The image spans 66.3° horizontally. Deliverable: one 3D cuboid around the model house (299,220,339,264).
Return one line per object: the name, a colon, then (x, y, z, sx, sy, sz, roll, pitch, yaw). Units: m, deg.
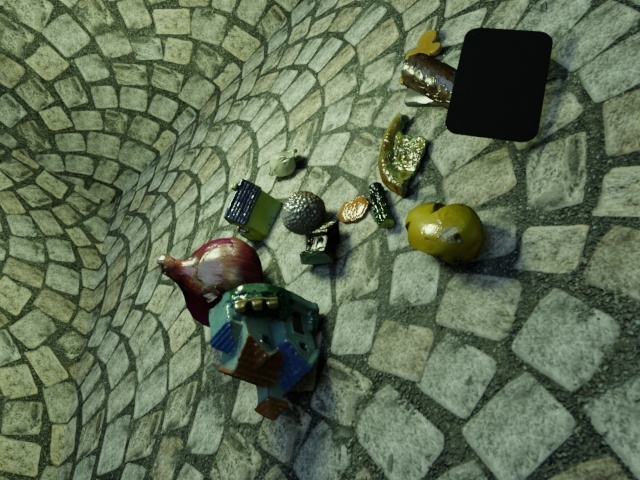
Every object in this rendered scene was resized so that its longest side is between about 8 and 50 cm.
model house: (-0.005, 0.001, 1.656, 0.165, 0.106, 0.152, -8, 58, 40)

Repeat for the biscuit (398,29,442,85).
biscuit: (0.380, -0.681, 1.822, 0.158, 0.035, 0.240, 4, 66, 47)

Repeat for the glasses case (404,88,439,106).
glasses case: (0.372, -0.497, 1.685, 0.190, 0.042, 0.072, 21, 86, 53)

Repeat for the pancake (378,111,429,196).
pancake: (0.267, -0.290, 1.626, 0.197, 0.054, 0.376, -29, 44, 30)

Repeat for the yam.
yam: (0.388, -0.488, 1.538, 0.131, 0.131, 0.280, -50, 56, 6)

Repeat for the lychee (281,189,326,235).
lychee: (-0.067, -0.099, 1.757, 0.197, 0.165, 0.165, 17, 75, 37)

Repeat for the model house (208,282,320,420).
model house: (-0.154, 0.326, 1.408, 0.252, 0.295, 0.329, -42, 35, 24)

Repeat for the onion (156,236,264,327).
onion: (-0.404, 0.135, 1.771, 0.348, 0.385, 0.348, -44, 35, 42)

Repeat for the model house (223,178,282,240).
model house: (-0.307, -0.126, 2.008, 0.170, 0.211, 0.194, 10, 71, 49)

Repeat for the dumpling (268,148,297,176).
dumpling: (-0.152, -0.337, 2.098, 0.188, 0.108, 0.127, -29, 16, 50)

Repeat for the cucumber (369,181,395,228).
cucumber: (0.191, -0.112, 1.569, 0.058, 0.058, 0.187, -35, 40, 24)

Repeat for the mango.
mango: (0.318, -0.028, 1.304, 0.167, 0.130, 0.262, -57, 32, -7)

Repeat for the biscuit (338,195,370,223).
biscuit: (0.114, -0.106, 1.680, 0.130, 0.019, 0.102, -14, 54, 41)

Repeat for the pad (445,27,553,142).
pad: (0.535, -0.427, 1.382, 0.315, 0.063, 0.375, 12, 72, 18)
